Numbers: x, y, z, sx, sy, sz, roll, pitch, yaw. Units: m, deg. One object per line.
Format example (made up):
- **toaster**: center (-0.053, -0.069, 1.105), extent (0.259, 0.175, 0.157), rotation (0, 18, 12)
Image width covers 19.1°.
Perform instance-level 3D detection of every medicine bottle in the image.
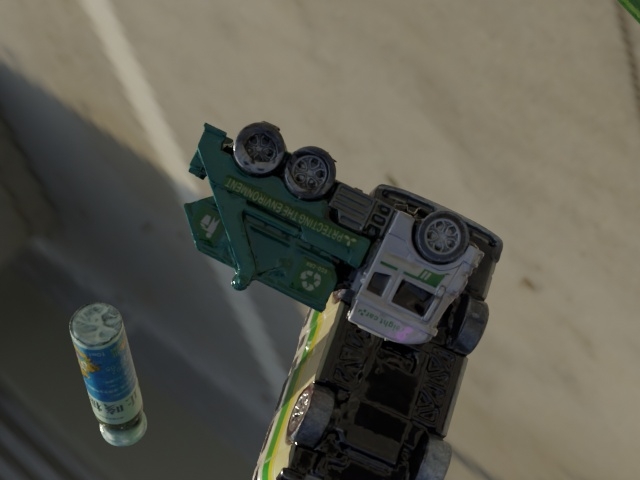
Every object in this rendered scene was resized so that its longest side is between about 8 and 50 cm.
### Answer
- **medicine bottle**: center (-0.200, 0.129, 1.813), extent (0.051, 0.051, 0.191), rotation (38, 156, 27)

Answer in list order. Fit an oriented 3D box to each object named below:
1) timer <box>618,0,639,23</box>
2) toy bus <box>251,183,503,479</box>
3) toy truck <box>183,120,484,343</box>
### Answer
- **timer**: center (0.339, -0.277, 1.969), extent (0.128, 0.140, 0.047), rotation (43, 129, -17)
- **toy bus**: center (0.047, 0.122, 1.766), extent (0.143, 0.305, 0.179), rotation (23, 155, -11)
- **toy truck**: center (0.000, 0.000, 1.354), extent (0.216, 0.116, 0.110), rotation (26, 180, 0)
